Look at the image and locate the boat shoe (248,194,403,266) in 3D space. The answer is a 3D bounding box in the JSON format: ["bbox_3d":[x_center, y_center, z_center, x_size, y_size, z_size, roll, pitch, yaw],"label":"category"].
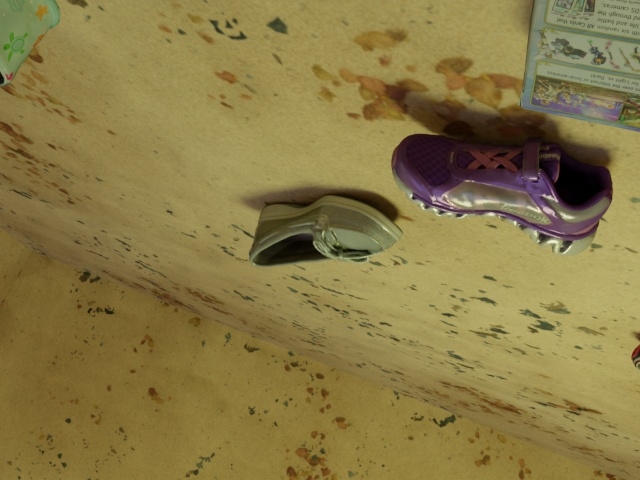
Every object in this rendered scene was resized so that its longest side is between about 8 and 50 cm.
[{"bbox_3d":[-0.003,-0.001,1.035,0.320,0.103,0.118,2,153,47],"label":"boat shoe"}]

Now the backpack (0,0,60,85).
[{"bbox_3d":[-0.365,-0.264,0.573,0.225,0.191,0.253,15,154,29],"label":"backpack"}]

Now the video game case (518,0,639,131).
[{"bbox_3d":[0.268,-0.144,0.378,0.269,0.061,0.244,17,160,18],"label":"video game case"}]

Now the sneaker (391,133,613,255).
[{"bbox_3d":[0.192,-0.067,0.658,0.236,0.095,0.104,18,155,-1],"label":"sneaker"}]

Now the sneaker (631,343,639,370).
[{"bbox_3d":[0.604,0.255,0.953,0.299,0.112,0.121,37,161,27],"label":"sneaker"}]
